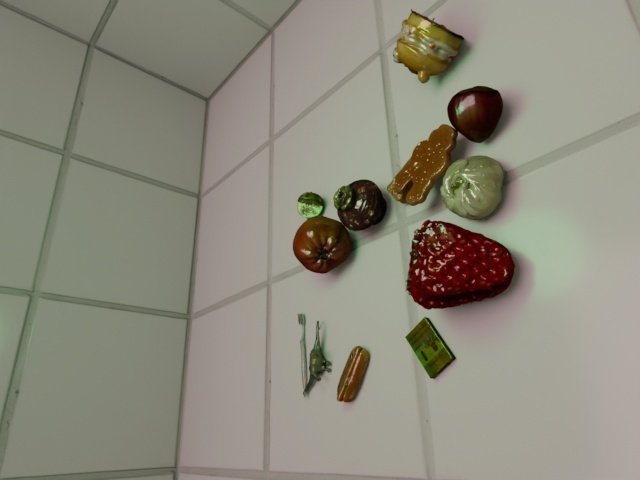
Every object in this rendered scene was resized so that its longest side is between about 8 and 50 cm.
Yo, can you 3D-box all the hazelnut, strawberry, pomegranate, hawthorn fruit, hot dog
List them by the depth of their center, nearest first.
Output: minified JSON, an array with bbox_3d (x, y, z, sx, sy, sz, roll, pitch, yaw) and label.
[{"bbox_3d":[0.479,0.089,1.568,0.345,0.295,0.317,6,60,19],"label":"strawberry"},{"bbox_3d":[0.579,-0.467,1.692,0.208,0.208,0.208,-23,59,45],"label":"hazelnut"},{"bbox_3d":[0.132,0.568,1.931,0.100,0.068,0.250,21,93,53],"label":"hot dog"},{"bbox_3d":[0.000,0.000,2.173,0.277,0.277,0.298,-59,17,17],"label":"hawthorn fruit"},{"bbox_3d":[-0.050,-0.178,2.415,0.122,0.143,0.169,-76,-23,-63],"label":"pomegranate"}]

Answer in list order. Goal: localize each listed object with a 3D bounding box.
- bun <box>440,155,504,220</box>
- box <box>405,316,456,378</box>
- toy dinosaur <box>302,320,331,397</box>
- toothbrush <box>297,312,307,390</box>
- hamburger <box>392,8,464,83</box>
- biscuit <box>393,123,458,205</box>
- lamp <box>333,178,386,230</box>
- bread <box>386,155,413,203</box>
[{"bbox_3d":[0.542,-0.201,1.651,0.259,0.160,0.259,-26,54,42],"label":"bun"},{"bbox_3d":[0.405,0.397,1.690,0.121,0.030,0.193,-53,42,24],"label":"box"},{"bbox_3d":[-0.018,0.560,2.115,0.147,0.076,0.363,-1,79,58],"label":"toy dinosaur"},{"bbox_3d":[-0.087,0.543,2.244,0.028,0.037,0.375,-29,57,45],"label":"toothbrush"},{"bbox_3d":[0.446,-0.820,1.944,0.237,0.276,0.276,-63,37,31],"label":"hamburger"},{"bbox_3d":[0.424,-0.301,1.802,0.334,0.047,0.202,-59,38,16],"label":"biscuit"},{"bbox_3d":[0.173,-0.160,2.041,0.247,0.247,0.247,-23,59,45],"label":"lamp"},{"bbox_3d":[0.397,-0.288,1.929,0.271,0.077,0.139,-54,41,22],"label":"bread"}]
